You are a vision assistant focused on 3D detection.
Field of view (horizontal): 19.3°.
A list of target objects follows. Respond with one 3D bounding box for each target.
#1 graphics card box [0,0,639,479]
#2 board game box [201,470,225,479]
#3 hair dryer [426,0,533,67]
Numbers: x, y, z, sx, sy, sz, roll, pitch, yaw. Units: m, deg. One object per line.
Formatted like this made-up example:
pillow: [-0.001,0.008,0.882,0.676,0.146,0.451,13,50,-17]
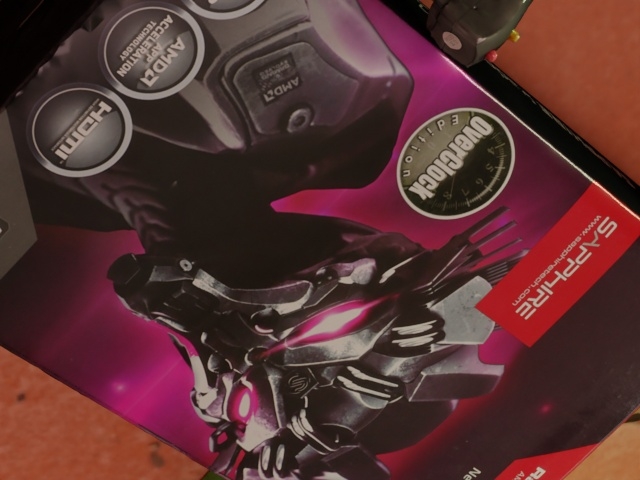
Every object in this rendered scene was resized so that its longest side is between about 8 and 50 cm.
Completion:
graphics card box: [0.000,0.000,0.884,0.371,0.094,0.233,37,106,-30]
board game box: [0.087,0.243,0.988,0.317,0.213,0.046,32,108,-30]
hair dryer: [0.113,-0.232,0.757,0.293,0.080,0.223,-37,104,-6]
